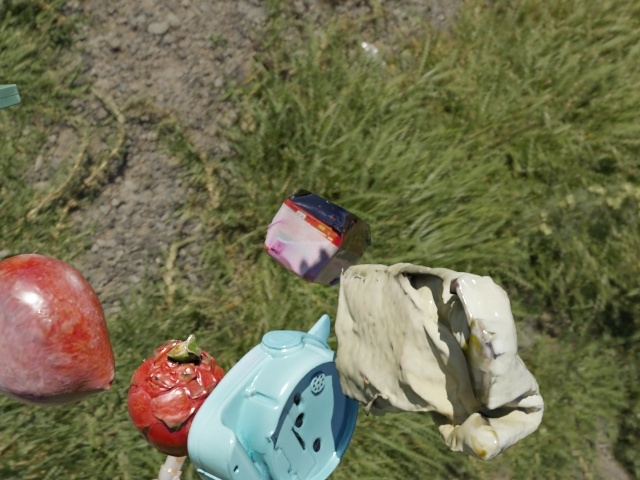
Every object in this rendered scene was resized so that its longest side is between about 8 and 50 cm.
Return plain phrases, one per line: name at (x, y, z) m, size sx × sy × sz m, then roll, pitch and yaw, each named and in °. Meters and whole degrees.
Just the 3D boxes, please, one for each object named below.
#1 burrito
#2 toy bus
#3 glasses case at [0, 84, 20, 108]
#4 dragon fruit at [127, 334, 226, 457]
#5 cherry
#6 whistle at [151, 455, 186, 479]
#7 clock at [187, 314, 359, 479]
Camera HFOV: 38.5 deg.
burrito at (0.134, 0.122, 1.003) m, size 0.135 × 0.332 × 0.190 m, roll 4°, pitch 88°, yaw -22°
toy bus at (0.000, 0.000, 1.664) m, size 0.127 × 0.303 × 0.147 m, roll 33°, pitch 91°, yaw 12°
glasses case at (-0.666, -0.257, 1.741) m, size 0.184 × 0.078 × 0.039 m, roll -31°, pitch 118°, yaw -48°
dragon fruit at (-0.221, 0.256, 1.461) m, size 0.172 × 0.172 × 0.209 m, roll -51°, pitch 140°, yaw -37°
cherry at (-0.436, 0.150, 1.411) m, size 0.206 × 0.239 × 0.239 m, roll 4°, pitch 72°, yaw -39°
whistle at (-0.341, 0.536, 1.996) m, size 0.057 × 0.107 × 0.220 m, roll 21°, pitch 94°, yaw -43°
clock at (-0.039, 0.231, 1.193) m, size 0.274 × 0.094 × 0.223 m, roll -51°, pitch 137°, yaw -27°
